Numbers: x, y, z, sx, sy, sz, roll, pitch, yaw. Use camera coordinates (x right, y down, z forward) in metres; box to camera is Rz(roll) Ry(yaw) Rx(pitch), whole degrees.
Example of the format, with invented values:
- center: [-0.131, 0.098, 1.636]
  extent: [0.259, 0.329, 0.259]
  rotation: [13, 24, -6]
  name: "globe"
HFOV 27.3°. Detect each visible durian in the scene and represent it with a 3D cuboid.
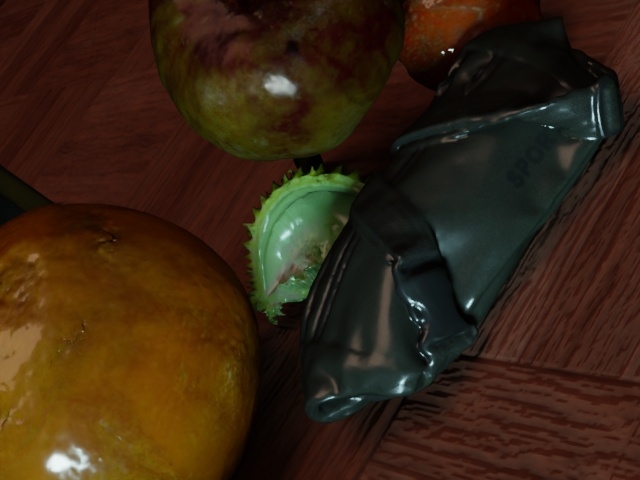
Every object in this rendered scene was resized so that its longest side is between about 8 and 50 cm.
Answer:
- center: [0.000, 0.000, 0.984]
  extent: [0.215, 0.086, 0.100]
  rotation: [-23, 50, 35]
  name: "durian"

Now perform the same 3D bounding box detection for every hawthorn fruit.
- center: [0.110, -0.166, 0.995]
  extent: [0.128, 0.128, 0.128]
  rotation: [-36, 29, 24]
  name: "hawthorn fruit"

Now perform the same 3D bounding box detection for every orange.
- center: [-0.175, 0.107, 0.931]
  extent: [0.284, 0.226, 0.284]
  rotation: [-31, 34, 24]
  name: "orange"

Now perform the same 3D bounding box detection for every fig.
- center: [-0.047, -0.122, 0.995]
  extent: [0.191, 0.190, 0.290]
  rotation: [-63, 5, -27]
  name: "fig"

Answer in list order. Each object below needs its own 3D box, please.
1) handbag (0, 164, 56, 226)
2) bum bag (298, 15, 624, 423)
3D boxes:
- center: [-0.376, 0.041, 1.295]
  extent: [0.241, 0.263, 0.222]
  rotation: [-59, 13, -16]
  name: "handbag"
- center: [0.085, -0.021, 0.854]
  extent: [0.142, 0.079, 0.326]
  rotation: [20, 73, 47]
  name: "bum bag"
